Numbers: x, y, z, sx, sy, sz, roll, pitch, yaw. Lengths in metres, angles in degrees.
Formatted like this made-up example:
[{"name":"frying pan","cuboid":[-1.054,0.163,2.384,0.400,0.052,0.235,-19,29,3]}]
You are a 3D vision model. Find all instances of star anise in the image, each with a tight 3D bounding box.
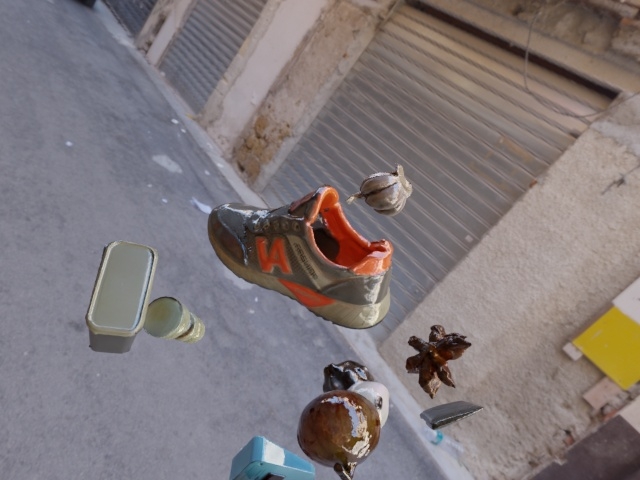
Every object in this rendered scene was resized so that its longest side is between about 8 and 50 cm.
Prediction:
[{"name":"star anise","cuboid":[0.302,0.305,1.085,0.111,0.212,0.196,25,22,-6]}]

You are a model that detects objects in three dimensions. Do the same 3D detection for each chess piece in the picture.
[{"name":"chess piece","cuboid":[-0.466,0.278,1.341,0.133,0.133,0.243,46,-9,23]}]

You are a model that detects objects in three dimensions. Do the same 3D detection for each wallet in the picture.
[{"name":"wallet","cuboid":[0.399,0.534,1.235,0.245,0.169,0.052,69,3,-71]}]

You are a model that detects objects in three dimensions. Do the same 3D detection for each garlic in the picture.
[{"name":"garlic","cuboid":[0.150,-0.132,1.132,0.131,0.194,0.127,57,39,-37]}]

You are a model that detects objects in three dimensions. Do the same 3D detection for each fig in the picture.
[{"name":"fig","cuboid":[0.052,0.524,1.109,0.235,0.235,0.214,10,54,-58]}]

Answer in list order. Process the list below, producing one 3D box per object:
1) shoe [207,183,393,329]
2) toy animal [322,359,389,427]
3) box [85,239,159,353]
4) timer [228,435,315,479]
[{"name":"shoe","cuboid":[-0.036,-0.012,0.608,0.337,0.170,0.132,27,36,21]},{"name":"toy animal","cuboid":[0.138,0.578,1.465,0.213,0.212,0.267,25,13,-38]},{"name":"box","cuboid":[-0.532,0.153,1.074,0.138,0.178,0.274,15,49,-22]},{"name":"timer","cuboid":[-0.168,0.803,1.405,0.250,0.231,0.091,28,29,-17]}]
